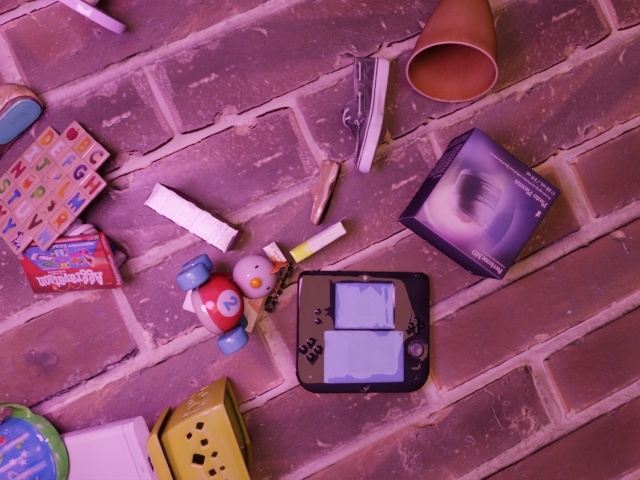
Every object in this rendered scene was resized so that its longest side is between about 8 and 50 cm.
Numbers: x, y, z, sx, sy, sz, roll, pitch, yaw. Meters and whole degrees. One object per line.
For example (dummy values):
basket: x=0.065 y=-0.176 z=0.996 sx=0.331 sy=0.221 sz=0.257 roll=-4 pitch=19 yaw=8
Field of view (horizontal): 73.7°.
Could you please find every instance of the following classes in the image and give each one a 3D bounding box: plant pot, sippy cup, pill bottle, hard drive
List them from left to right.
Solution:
sippy cup: x=-0.785 y=0.571 z=1.022 sx=0.240 sy=0.224 sz=0.306 roll=-39 pitch=83 yaw=20
pill bottle: x=-0.614 y=0.016 z=1.133 sx=0.169 sy=0.094 sz=0.094 roll=44 pitch=87 yaw=-5
hard drive: x=-0.566 y=0.598 z=1.101 sx=0.352 sy=0.047 sz=0.233 roll=-19 pitch=92 yaw=19
plant pot: x=-0.304 y=0.517 z=1.092 sx=0.207 sy=0.227 sz=0.229 roll=-20 pitch=92 yaw=-10
plant pot: x=0.378 y=-0.557 z=1.167 sx=0.236 sy=0.237 sz=0.255 roll=17 pitch=75 yaw=-5

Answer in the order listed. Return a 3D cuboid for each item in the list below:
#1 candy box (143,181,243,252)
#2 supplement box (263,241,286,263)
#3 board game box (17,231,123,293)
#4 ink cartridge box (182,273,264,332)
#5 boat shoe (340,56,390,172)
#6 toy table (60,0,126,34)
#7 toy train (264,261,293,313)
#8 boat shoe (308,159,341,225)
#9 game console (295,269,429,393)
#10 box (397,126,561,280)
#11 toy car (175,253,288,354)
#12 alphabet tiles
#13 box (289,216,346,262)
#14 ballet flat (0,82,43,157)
candy box: x=-0.324 y=-0.058 z=1.127 sx=0.233 sy=0.159 sz=0.071 roll=33 pitch=89 yaw=-6
supplement box: x=-0.124 y=0.037 z=1.176 sx=0.036 sy=0.098 sz=0.062 roll=-34 pitch=94 yaw=-4
board game box: x=-0.648 y=0.062 z=1.093 sx=0.281 sy=0.027 sz=0.145 roll=-5 pitch=110 yaw=18
ink cartridge box: x=-0.264 y=0.164 z=1.181 sx=0.198 sy=0.067 sz=0.116 roll=21 pitch=88 yaw=-7
boat shoe: x=0.115 y=-0.352 z=1.197 sx=0.118 sy=0.121 sz=0.336 roll=8 pitch=79 yaw=2
toy table: x=-0.595 y=-0.667 z=1.071 sx=0.274 sy=0.252 sz=0.161 roll=28 pitch=105 yaw=-13
toy train: x=-0.119 y=0.131 z=1.215 sx=0.036 sy=0.027 sz=0.159 roll=25 pitch=89 yaw=6
boat shoe: x=-0.002 y=-0.138 z=1.209 sx=0.072 sy=0.068 sz=0.190 roll=18 pitch=79 yaw=7
game console: x=0.123 y=0.260 z=1.222 sx=0.385 sy=0.060 sz=0.343 roll=1 pitch=91 yaw=-6
box: x=0.431 y=-0.094 z=1.186 sx=0.296 sy=0.183 sz=0.294 roll=34 pitch=89 yaw=-4
toy car: x=-0.187 y=0.109 z=1.048 sx=0.237 sy=0.210 sz=0.219 roll=-30 pitch=103 yaw=-5
alphabet tiles: x=-0.707 y=-0.142 z=1.105 sx=0.285 sy=0.011 sz=0.343 roll=40 pitch=87 yaw=21
box: x=0.000 y=0.000 z=1.182 sx=0.178 sy=0.109 sz=0.043 roll=-31 pitch=89 yaw=-4
ballet flat: x=-0.878 y=-0.273 z=1.107 sx=0.123 sy=0.123 sz=0.348 roll=45 pitch=87 yaw=-4
